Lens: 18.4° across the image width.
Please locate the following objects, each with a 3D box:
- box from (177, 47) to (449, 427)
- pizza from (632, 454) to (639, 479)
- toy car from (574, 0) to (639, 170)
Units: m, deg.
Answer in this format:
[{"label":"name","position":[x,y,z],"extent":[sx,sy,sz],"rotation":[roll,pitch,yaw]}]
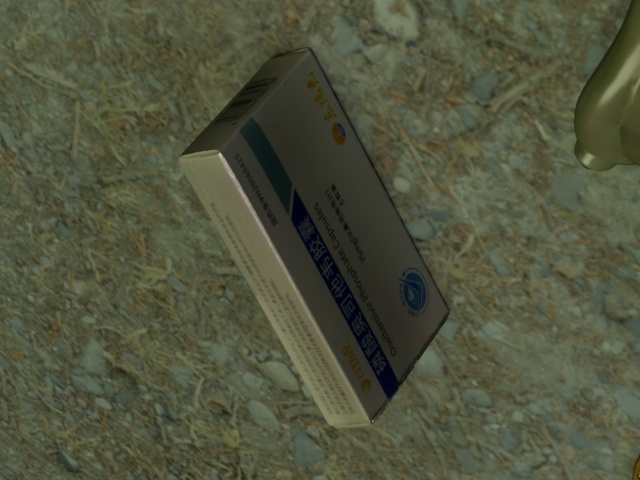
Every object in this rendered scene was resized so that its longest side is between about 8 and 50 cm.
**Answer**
[{"label":"box","position":[0.000,0.000,2.033],"extent":[0.065,0.200,0.343],"rotation":[-10,119,38]},{"label":"pizza","position":[0.368,0.250,2.108],"extent":[0.100,0.029,0.099],"rotation":[4,126,34]},{"label":"toy car","position":[0.348,-0.137,1.635],"extent":[0.242,0.226,0.336],"rotation":[29,137,14]}]
